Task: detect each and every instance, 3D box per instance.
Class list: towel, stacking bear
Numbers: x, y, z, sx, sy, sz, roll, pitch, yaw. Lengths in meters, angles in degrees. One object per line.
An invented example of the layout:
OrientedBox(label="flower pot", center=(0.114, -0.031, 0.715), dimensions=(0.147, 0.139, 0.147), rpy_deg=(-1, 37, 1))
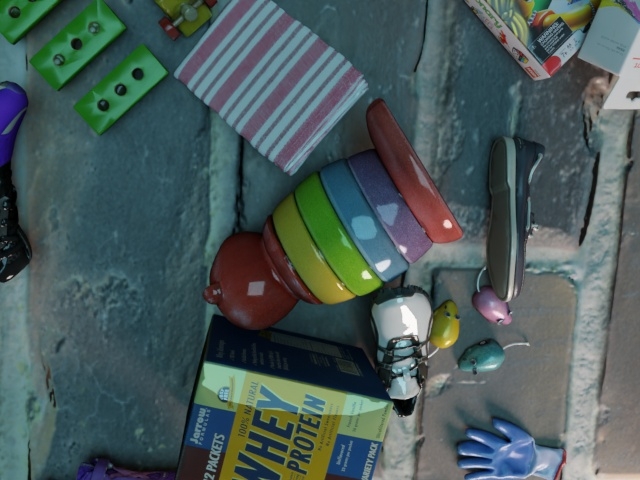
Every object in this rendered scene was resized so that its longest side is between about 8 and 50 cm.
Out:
OrientedBox(label="towel", center=(-0.060, -0.188, 0.813), dimensions=(0.197, 0.029, 0.144), rpy_deg=(42, 91, 12))
OrientedBox(label="stacking bear", center=(0.000, 0.000, 0.809), dimensions=(0.288, 0.175, 0.164), rpy_deg=(-31, 68, 10))

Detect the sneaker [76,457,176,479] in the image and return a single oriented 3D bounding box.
OrientedBox(label="sneaker", center=(-0.250, 0.314, 0.861), dimensions=(0.236, 0.095, 0.105), rpy_deg=(-18, 93, -3))

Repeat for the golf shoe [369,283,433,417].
OrientedBox(label="golf shoe", center=(0.101, 0.133, 0.828), dimensions=(0.077, 0.094, 0.198), rpy_deg=(-8, 137, 2))

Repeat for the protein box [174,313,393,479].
OrientedBox(label="protein box", center=(-0.047, 0.192, 0.808), dimensions=(0.201, 0.200, 0.136), rpy_deg=(14, 96, -8))

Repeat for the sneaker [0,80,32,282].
OrientedBox(label="sneaker", center=(-0.382, -0.032, 0.792), dimensions=(0.146, 0.102, 0.293), rpy_deg=(33, 98, -14))

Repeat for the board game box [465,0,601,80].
OrientedBox(label="board game box", center=(0.313, -0.371, 0.841), dimensions=(0.305, 0.053, 0.193), rpy_deg=(-45, 100, 1))

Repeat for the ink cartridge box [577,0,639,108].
OrientedBox(label="ink cartridge box", center=(0.380, -0.257, 0.819), dimensions=(0.115, 0.067, 0.198), rpy_deg=(-7, 126, -35))

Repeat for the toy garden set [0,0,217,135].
OrientedBox(label="toy garden set", center=(-0.258, -0.278, 0.791), dimensions=(0.203, 0.049, 0.244), rpy_deg=(-42, 100, 2))

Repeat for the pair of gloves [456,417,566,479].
OrientedBox(label="pair of gloves", center=(0.243, 0.344, 0.957), dimensions=(0.159, 0.023, 0.198), rpy_deg=(16, 96, -9))

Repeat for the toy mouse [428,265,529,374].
OrientedBox(label="toy mouse", center=(0.215, 0.120, 0.914), dimensions=(0.143, 0.031, 0.161), rpy_deg=(21, 95, -9))

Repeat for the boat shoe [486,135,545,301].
OrientedBox(label="boat shoe", center=(0.250, -0.026, 0.873), dimensions=(0.064, 0.075, 0.206), rpy_deg=(1, 90, -11))
